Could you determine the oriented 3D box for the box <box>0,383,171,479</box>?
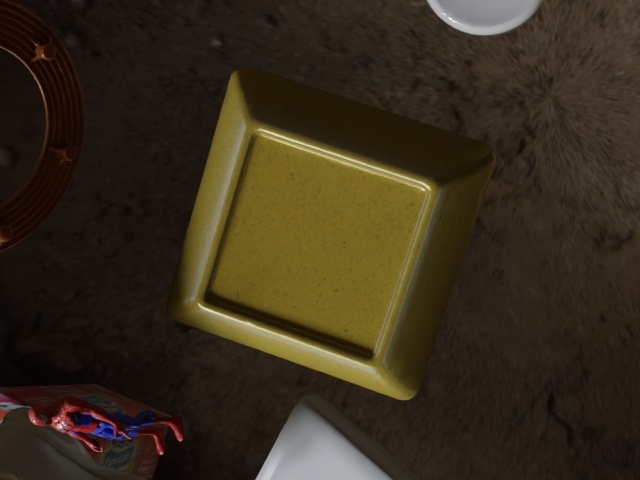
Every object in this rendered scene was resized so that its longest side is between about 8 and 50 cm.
[{"bbox_3d":[-0.309,0.256,1.588,0.128,0.257,0.122,19,91,21],"label":"box"}]

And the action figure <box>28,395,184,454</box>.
[{"bbox_3d":[-0.147,0.126,0.868,0.038,0.115,0.030,-33,51,38],"label":"action figure"}]

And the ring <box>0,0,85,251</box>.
[{"bbox_3d":[-0.428,-0.137,1.581,0.032,0.336,0.336,18,101,43],"label":"ring"}]

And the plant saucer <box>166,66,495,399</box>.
[{"bbox_3d":[0.000,0.000,1.499,0.333,0.081,0.333,18,103,6],"label":"plant saucer"}]

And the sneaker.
[{"bbox_3d":[-0.199,0.237,1.083,0.212,0.094,0.080,33,140,-6],"label":"sneaker"}]

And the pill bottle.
[{"bbox_3d":[0.156,-0.250,1.186,0.117,0.208,0.117,1,99,9],"label":"pill bottle"}]

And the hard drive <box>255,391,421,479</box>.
[{"bbox_3d":[0.056,0.308,1.125,0.307,0.040,0.203,38,114,25],"label":"hard drive"}]
